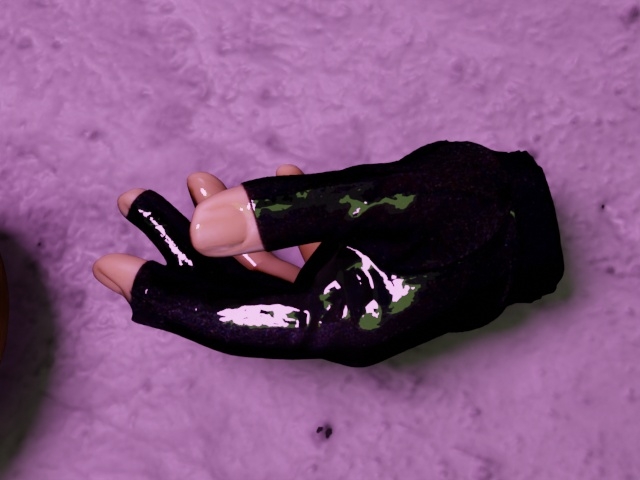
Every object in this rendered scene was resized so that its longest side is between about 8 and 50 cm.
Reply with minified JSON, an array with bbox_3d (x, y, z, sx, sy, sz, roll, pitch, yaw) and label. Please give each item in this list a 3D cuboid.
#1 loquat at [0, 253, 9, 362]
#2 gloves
[{"bbox_3d":[-0.339,0.055,0.568,0.263,0.263,0.263,-1,84,5],"label":"loquat"},{"bbox_3d":[0.005,0.006,0.566,0.301,0.197,0.152,5,74,5],"label":"gloves"}]
